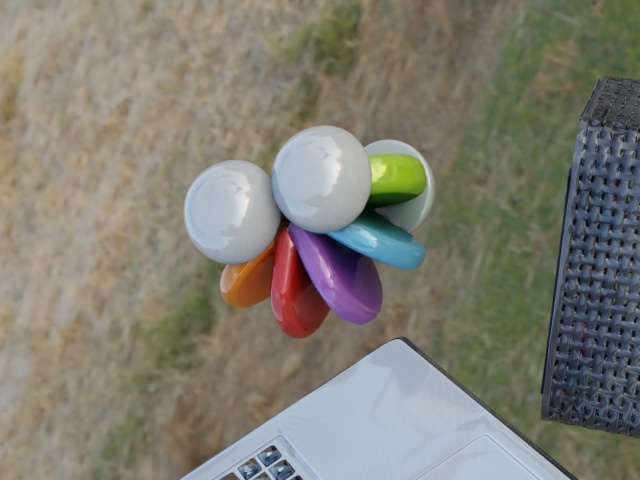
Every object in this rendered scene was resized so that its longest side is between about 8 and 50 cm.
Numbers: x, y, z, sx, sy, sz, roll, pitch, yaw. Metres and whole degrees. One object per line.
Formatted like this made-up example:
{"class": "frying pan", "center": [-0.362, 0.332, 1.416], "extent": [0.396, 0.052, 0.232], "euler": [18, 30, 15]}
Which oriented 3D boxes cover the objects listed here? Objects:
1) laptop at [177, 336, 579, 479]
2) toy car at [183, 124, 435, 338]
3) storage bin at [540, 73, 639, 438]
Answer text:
{"class": "laptop", "center": [-0.094, 0.139, 0.782], "extent": [0.408, 0.236, 0.382], "euler": [-33, 25, -9]}
{"class": "toy car", "center": [0.000, 0.000, 1.167], "extent": [0.182, 0.159, 0.136], "euler": [-19, 78, 26]}
{"class": "storage bin", "center": [0.179, 0.009, 0.891], "extent": [0.122, 0.084, 0.180], "euler": [-51, -33, -63]}
